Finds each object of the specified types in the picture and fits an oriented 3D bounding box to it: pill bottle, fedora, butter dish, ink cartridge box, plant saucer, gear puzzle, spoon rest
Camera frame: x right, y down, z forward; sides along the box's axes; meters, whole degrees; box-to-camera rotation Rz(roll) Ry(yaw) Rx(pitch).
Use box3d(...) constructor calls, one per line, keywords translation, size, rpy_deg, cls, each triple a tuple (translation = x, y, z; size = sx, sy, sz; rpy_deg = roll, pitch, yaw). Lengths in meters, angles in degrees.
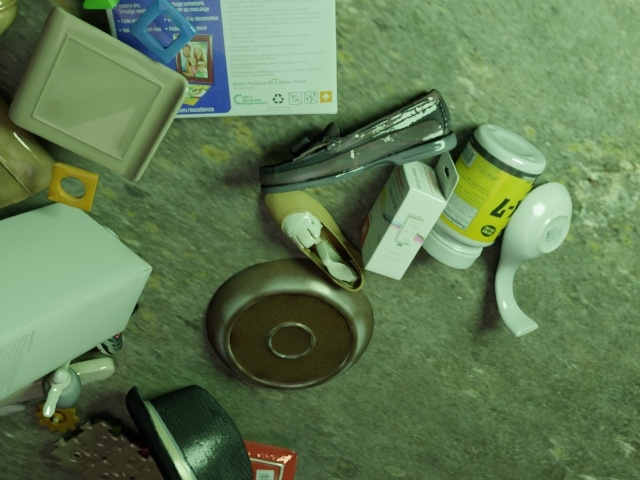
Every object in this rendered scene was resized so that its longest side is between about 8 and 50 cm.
box3d(translation=(0.245, -0.065, 1.094), size=(0.119, 0.119, 0.208), rpy_deg=(18, 122, -15), cls="pill bottle")
box3d(translation=(-0.229, 0.396, 1.323), size=(0.153, 0.334, 0.334), rpy_deg=(-29, 127, -21), cls="fedora")
box3d(translation=(-0.143, 0.496, 1.464), size=(0.160, 0.118, 0.160), rpy_deg=(14, 81, -8), cls="butter dish")
box3d(translation=(-0.129, -0.314, 0.939), size=(0.304, 0.072, 0.307), rpy_deg=(-1, 123, 1), cls="ink cartridge box")
box3d(translation=(-0.054, 0.171, 1.283), size=(0.311, 0.050, 0.310), rpy_deg=(-2, 124, -3), cls="plant saucer")
box3d(translation=(0.133, -0.052, 1.099), size=(0.067, 0.115, 0.198), rpy_deg=(19, 120, -15), cls="ink cartridge box")
box3d(translation=(-0.449, 0.431, 1.448), size=(0.175, 0.044, 0.339), rpy_deg=(-33, 117, 20), cls="gear puzzle")
box3d(translation=(0.347, 0.027, 1.180), size=(0.137, 0.084, 0.276), rpy_deg=(-14, 124, -30), cls="spoon rest")

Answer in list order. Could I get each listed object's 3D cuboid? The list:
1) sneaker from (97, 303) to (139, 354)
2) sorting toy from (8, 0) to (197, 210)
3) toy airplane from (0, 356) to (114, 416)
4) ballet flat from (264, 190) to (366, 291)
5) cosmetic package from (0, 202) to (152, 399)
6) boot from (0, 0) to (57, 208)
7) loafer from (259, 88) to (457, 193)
box3d(translation=(-0.355, 0.133, 1.231), size=(0.075, 0.063, 0.170), rpy_deg=(4, 119, 2), cls="sneaker")
box3d(translation=(-0.299, -0.193, 0.954), size=(0.196, 0.047, 0.347), rpy_deg=(29, 119, -16), cls="sorting toy")
box3d(translation=(-0.607, 0.273, 1.187), size=(0.386, 0.272, 0.384), rpy_deg=(-41, 137, 7), cls="toy airplane")
box3d(translation=(0.000, 0.000, 1.153), size=(0.080, 0.073, 0.232), rpy_deg=(-38, 117, 20), cls="ballet flat")
box3d(translation=(-0.444, 0.090, 0.995), size=(0.197, 0.365, 0.155), rpy_deg=(37, 119, 14), cls="cosmetic package")
box3d(translation=(-0.457, -0.194, 0.999), size=(0.236, 0.089, 0.269), rpy_deg=(-17, 125, 16), cls="boot")
box3d(translation=(0.048, -0.148, 1.053), size=(0.303, 0.109, 0.095), rpy_deg=(-14, 105, 0), cls="loafer")
